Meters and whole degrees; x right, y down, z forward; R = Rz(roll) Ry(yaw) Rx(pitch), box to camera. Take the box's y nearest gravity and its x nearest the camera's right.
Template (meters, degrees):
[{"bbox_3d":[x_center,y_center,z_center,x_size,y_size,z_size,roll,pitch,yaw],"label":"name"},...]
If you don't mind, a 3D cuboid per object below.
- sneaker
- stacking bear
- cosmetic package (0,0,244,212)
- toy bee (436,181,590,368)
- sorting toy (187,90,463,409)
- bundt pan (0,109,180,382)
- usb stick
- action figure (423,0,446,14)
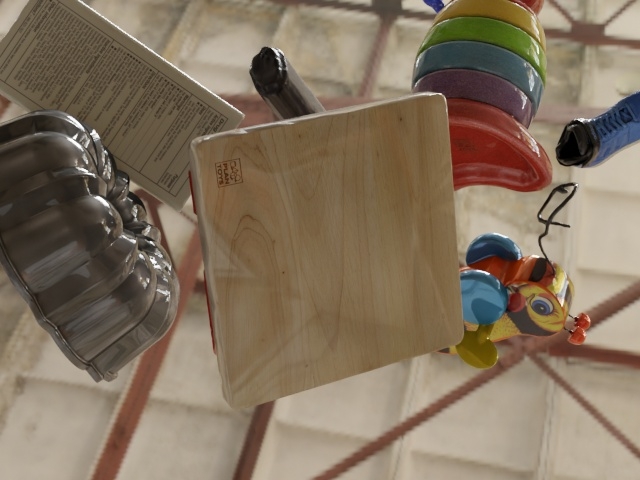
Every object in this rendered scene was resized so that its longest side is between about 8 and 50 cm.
[{"bbox_3d":[0.361,-0.140,1.496,0.084,0.152,0.058,-7,-113,-43],"label":"sneaker"},{"bbox_3d":[0.194,-0.220,1.384,0.175,0.164,0.289,1,-117,29],"label":"stacking bear"},{"bbox_3d":[-0.274,-0.187,1.564,0.160,0.309,0.113,-55,-168,-3],"label":"cosmetic package"},{"bbox_3d":[0.225,0.077,1.387,0.195,0.162,0.298,-50,-169,-26],"label":"toy bee"},{"bbox_3d":[0.000,0.000,1.146,0.255,0.257,0.089,-14,-161,-23],"label":"sorting toy"},{"bbox_3d":[-0.267,-0.010,1.349,0.124,0.331,0.331,-29,-136,2],"label":"bundt pan"},{"bbox_3d":[0.002,-0.116,1.367,0.045,0.278,0.077,-31,-133,10],"label":"usb stick"},{"bbox_3d":[0.152,-0.410,1.800,0.091,0.139,0.280,-46,-110,14],"label":"action figure"}]
